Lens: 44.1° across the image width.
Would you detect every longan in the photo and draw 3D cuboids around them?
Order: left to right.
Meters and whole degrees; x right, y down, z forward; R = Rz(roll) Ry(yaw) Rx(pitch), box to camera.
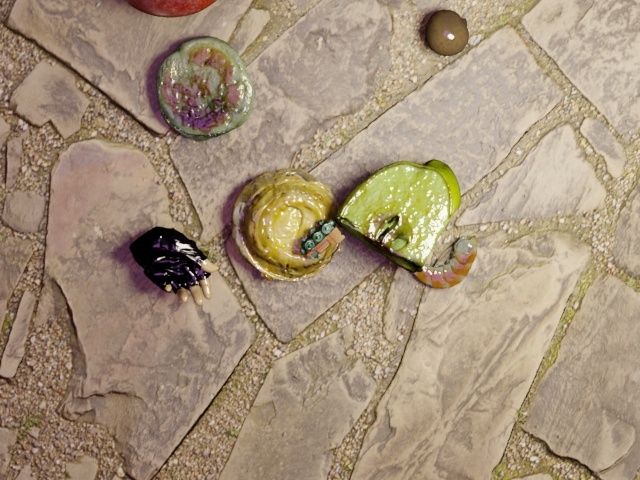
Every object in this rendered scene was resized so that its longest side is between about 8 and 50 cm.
[{"bbox_3d":[0.294,-0.479,1.816,0.113,0.092,0.113,2,73,-8],"label":"longan"}]

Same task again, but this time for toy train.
[{"bbox_3d":[0.000,0.000,1.813,0.103,0.044,0.064,-43,119,-2],"label":"toy train"}]

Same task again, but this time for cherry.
[{"bbox_3d":[-0.322,-0.599,1.718,0.239,0.206,0.239,-12,109,-36],"label":"cherry"}]

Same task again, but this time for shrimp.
[{"bbox_3d":[0.289,0.033,1.916,0.166,0.049,0.161,28,97,1],"label":"shrimp"}]

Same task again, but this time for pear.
[{"bbox_3d":[0.187,-0.086,1.835,0.238,0.164,0.255,30,88,5],"label":"pear"}]

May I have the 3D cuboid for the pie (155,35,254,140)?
[{"bbox_3d":[-0.265,-0.347,1.822,0.240,0.054,0.240,0,99,-1],"label":"pie"}]

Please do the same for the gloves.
[{"bbox_3d":[-0.329,0.065,1.847,0.164,0.124,0.203,-25,121,20],"label":"gloves"}]

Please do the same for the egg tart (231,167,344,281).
[{"bbox_3d":[-0.074,-0.033,1.855,0.279,0.095,0.279,-1,99,-8],"label":"egg tart"}]
